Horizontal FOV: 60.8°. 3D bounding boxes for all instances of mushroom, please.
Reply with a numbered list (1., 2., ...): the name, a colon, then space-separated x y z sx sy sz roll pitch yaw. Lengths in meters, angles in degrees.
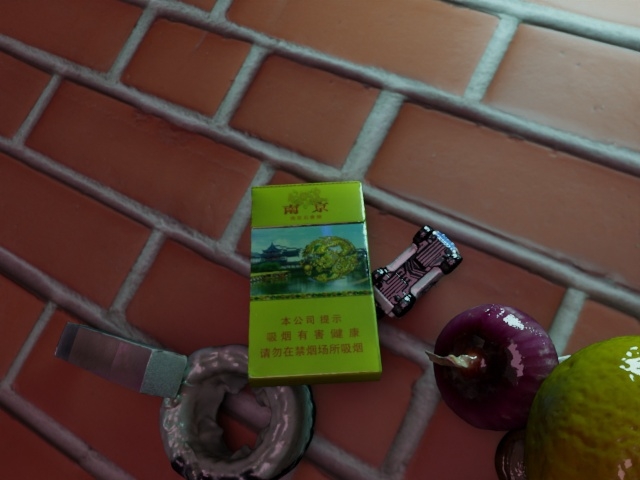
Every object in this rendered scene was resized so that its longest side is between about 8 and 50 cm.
1. mushroom: 0.303 0.319 0.758 0.123 0.052 0.123 -9 77 43

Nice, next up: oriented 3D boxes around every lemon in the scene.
1. lemon: 0.356 0.237 0.601 0.268 0.267 0.267 -4 74 14

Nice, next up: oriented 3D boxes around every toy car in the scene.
1. toy car: 0.144 0.059 0.877 0.171 0.070 0.080 -42 68 -2

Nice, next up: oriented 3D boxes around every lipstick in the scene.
1. lipstick: -0.336 0.189 0.892 0.318 0.066 0.068 1 70 44

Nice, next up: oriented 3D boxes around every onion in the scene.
1. onion: 0.244 0.177 0.771 0.178 0.153 0.177 -4 76 18

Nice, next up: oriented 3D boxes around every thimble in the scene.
1. thimble: -0.130 0.267 0.848 0.238 0.150 0.237 -5 71 14

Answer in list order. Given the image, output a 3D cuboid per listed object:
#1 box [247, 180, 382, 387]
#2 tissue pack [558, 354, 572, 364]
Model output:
1. box: -0.015 0.053 0.840 0.187 0.047 0.334 -3 57 0
2. tissue pack: 0.434 0.307 0.731 0.170 0.071 0.325 -12 72 9
